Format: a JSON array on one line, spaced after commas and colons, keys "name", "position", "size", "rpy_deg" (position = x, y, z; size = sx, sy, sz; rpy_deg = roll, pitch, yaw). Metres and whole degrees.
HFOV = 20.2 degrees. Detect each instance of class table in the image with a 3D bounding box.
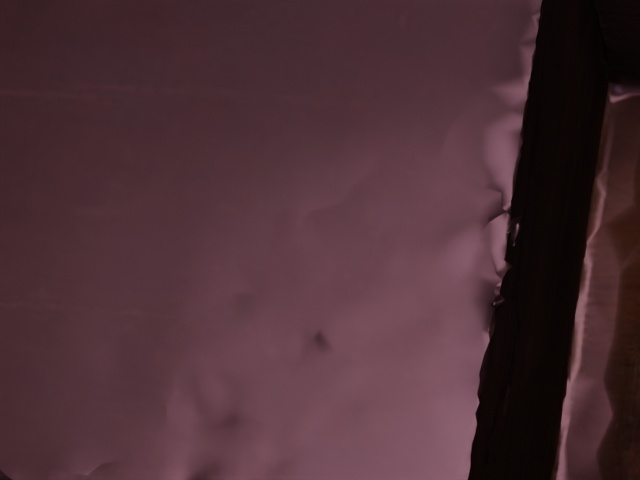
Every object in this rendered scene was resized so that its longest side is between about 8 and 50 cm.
[{"name": "table", "position": [0.000, 0.000, 0.475], "size": [0.193, 0.172, 0.169], "rpy_deg": [6, 78, 16]}]
